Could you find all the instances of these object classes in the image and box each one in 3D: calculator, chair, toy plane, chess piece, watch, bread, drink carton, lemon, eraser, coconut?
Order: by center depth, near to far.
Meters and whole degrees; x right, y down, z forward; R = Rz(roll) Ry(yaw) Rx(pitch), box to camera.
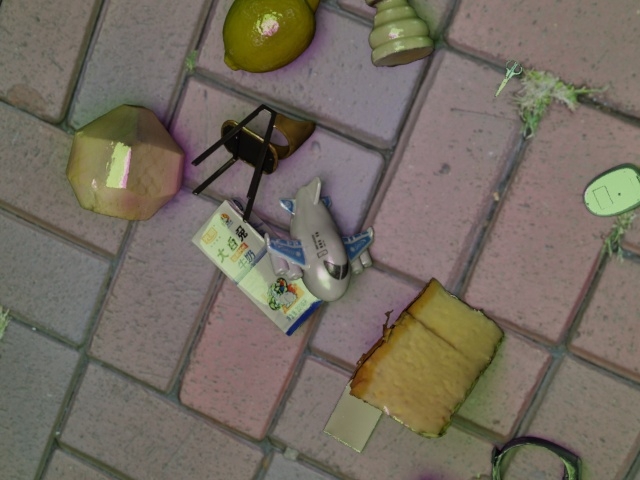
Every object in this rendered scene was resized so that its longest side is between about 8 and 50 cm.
[{"bbox_3d":[0.223,0.235,1.759,0.248,0.315,0.279,36,94,4],"label":"bread"},{"bbox_3d":[0.617,-0.104,1.760,0.153,0.021,0.095,-25,92,18],"label":"calculator"},{"bbox_3d":[0.147,-0.494,1.772,0.133,0.133,0.243,-13,88,14],"label":"chess piece"},{"bbox_3d":[-0.112,-0.448,1.797,0.248,0.184,0.184,-35,89,16],"label":"lemon"},{"bbox_3d":[-0.142,-0.185,1.823,0.172,0.159,0.247,28,69,2],"label":"chair"},{"bbox_3d":[-0.002,0.003,1.828,0.267,0.267,0.122,51,144,2],"label":"toy plane"},{"bbox_3d":[0.465,0.534,1.859,0.192,0.068,0.207,4,95,16],"label":"watch"},{"bbox_3d":[-0.428,-0.177,1.878,0.259,0.259,0.259,2,98,13],"label":"coconut"},{"bbox_3d":[-0.129,0.055,1.910,0.315,0.106,0.130,44,102,6],"label":"drink carton"},{"bbox_3d":[0.083,0.396,1.948,0.103,0.023,0.150,28,103,8],"label":"eraser"}]

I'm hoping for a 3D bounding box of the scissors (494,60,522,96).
[{"bbox_3d":[0.388,-0.336,1.789,0.036,0.006,0.083,32,103,5],"label":"scissors"}]
